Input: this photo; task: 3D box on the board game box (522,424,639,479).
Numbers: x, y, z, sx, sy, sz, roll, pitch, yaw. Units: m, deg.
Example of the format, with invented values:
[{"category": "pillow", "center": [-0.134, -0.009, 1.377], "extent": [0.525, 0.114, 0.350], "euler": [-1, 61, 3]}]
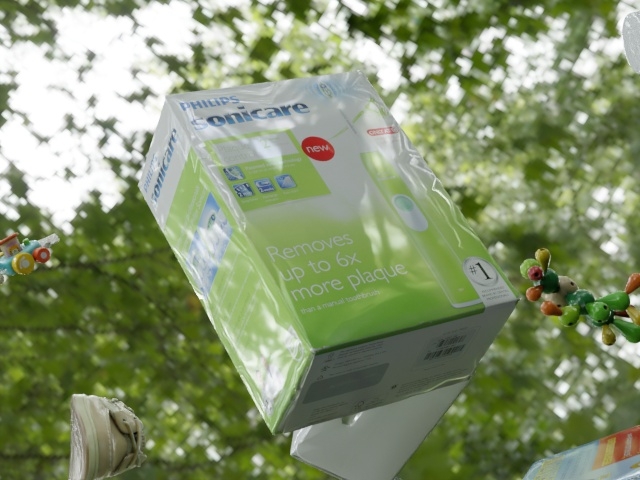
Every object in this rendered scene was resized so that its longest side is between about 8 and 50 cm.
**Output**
[{"category": "board game box", "center": [0.275, 0.145, 0.858], "extent": [0.302, 0.086, 0.308], "euler": [-22, -7, 12]}]

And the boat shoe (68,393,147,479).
[{"category": "boat shoe", "center": [-0.270, 0.249, 1.767], "extent": [0.098, 0.302, 0.109], "euler": [2, -93, -10]}]

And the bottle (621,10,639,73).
[{"category": "bottle", "center": [0.463, -0.235, 1.469], "extent": [0.283, 0.118, 0.092], "euler": [-12, -58, -8]}]

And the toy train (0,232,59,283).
[{"category": "toy train", "center": [-0.392, 0.022, 1.617], "extent": [0.166, 0.125, 0.046], "euler": [-23, -70, 4]}]

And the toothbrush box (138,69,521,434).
[{"category": "toothbrush box", "center": [0.000, 0.000, 1.187], "extent": [0.206, 0.283, 0.122], "euler": [-11, -37, -30]}]

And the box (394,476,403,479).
[{"category": "box", "center": [0.123, 0.432, 1.637], "extent": [0.262, 0.127, 0.231], "euler": [29, -112, -21]}]

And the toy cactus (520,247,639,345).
[{"category": "toy cactus", "center": [0.360, 0.072, 1.970], "extent": [0.219, 0.180, 0.112], "euler": [19, -87, -18]}]

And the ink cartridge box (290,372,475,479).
[{"category": "ink cartridge box", "center": [0.073, 0.112, 1.541], "extent": [0.117, 0.278, 0.201], "euler": [27, -61, -10]}]
